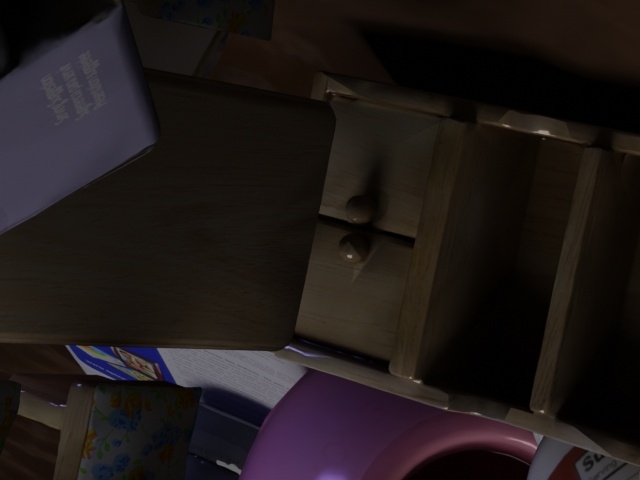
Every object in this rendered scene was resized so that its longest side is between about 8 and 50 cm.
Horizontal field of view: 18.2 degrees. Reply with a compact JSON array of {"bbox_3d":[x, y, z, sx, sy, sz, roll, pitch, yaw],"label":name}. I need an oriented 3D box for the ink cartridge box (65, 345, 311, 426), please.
[{"bbox_3d":[-0.064,0.033,0.986,0.176,0.069,0.371,23,165,15],"label":"ink cartridge box"}]

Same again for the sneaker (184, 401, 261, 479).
[{"bbox_3d":[-0.039,0.174,1.090,0.101,0.106,0.267,18,163,23],"label":"sneaker"}]

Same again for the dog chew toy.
[{"bbox_3d":[0.065,0.146,0.915,0.206,0.206,0.332,25,171,6],"label":"dog chew toy"}]

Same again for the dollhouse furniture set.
[{"bbox_3d":[0.000,0.000,0.557,0.161,0.212,0.242,15,-174,39],"label":"dollhouse furniture set"}]

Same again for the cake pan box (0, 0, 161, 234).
[{"bbox_3d":[-0.124,-0.140,0.351,0.267,0.070,0.246,56,173,16],"label":"cake pan box"}]

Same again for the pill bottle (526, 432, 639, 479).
[{"bbox_3d":[0.137,0.112,0.655,0.121,0.121,0.216,40,-158,-37],"label":"pill bottle"}]

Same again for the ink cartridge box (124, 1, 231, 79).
[{"bbox_3d":[-0.197,-0.115,0.651,0.283,0.117,0.207,13,159,38],"label":"ink cartridge box"}]
